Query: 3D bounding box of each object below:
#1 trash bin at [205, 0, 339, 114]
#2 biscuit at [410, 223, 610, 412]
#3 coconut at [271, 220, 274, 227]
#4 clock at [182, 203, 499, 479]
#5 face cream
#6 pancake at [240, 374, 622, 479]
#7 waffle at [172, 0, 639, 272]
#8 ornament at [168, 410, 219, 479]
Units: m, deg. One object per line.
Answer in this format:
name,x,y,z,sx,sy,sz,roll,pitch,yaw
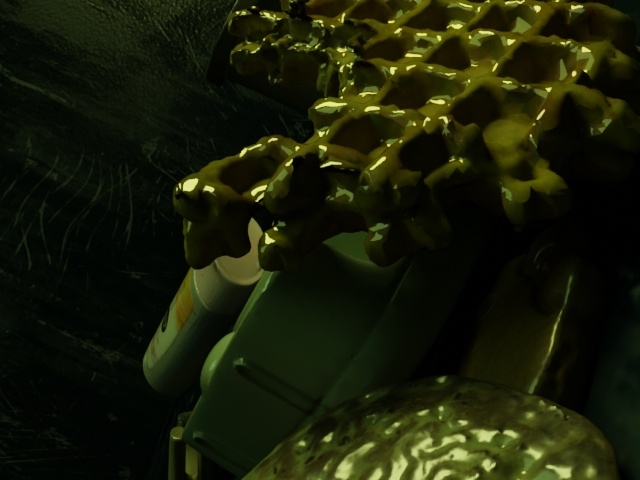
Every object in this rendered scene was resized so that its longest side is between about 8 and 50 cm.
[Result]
trash bin,0.029,-0.232,1.016,0.219,0.250,0.220,-63,8,-5
biscuit,0.070,0.098,0.480,0.249,0.035,0.184,-55,12,45
coconut,0.000,0.000,0.974,0.116,0.116,0.122,-59,9,28
clock,0.032,0.009,0.623,0.324,0.109,0.265,-59,-2,-38
face cream,-0.138,0.083,1.033,0.269,0.073,0.107,126,148,-45
pancake,0.010,0.138,0.341,0.235,0.029,0.212,-31,26,1
waffle,0.054,-0.095,0.495,0.293,0.260,0.069,-92,-11,-53
ornament,-0.163,0.289,1.147,0.230,0.061,0.244,-99,13,-64
